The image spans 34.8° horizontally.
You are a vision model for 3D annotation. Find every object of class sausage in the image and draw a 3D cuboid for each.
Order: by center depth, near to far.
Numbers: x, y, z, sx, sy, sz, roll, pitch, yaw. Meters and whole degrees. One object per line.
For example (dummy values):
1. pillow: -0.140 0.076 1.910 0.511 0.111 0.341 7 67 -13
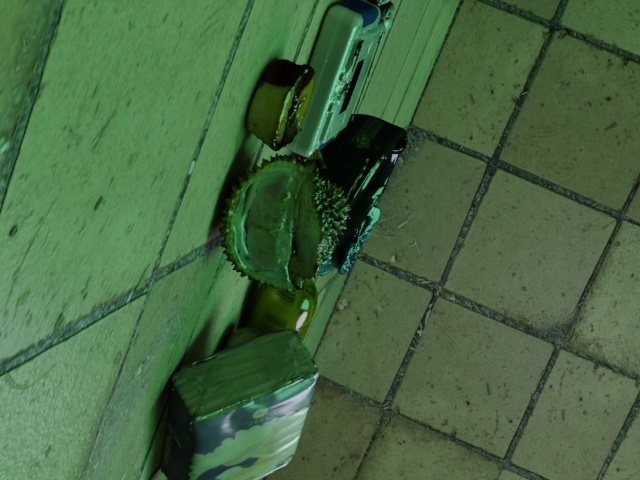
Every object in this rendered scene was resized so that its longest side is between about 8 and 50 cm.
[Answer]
1. sausage: -0.091 0.181 2.045 0.123 0.123 0.347 -58 173 -49

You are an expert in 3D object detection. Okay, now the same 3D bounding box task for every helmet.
1. helmet: 0.038 -0.129 1.895 0.279 0.160 0.230 -44 163 -45

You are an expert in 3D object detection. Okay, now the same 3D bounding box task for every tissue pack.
1. tissue pack: -0.147 0.319 1.774 0.242 0.125 0.343 -20 147 -26

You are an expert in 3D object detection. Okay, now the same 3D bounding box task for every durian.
1. durian: -0.051 -0.056 1.503 0.237 0.193 0.138 -58 -159 32

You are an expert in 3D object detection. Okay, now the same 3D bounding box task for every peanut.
1. peanut: -0.135 0.244 1.941 0.140 0.109 0.159 22 56 -89

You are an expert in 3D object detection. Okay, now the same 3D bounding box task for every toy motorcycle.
1. toy motorcycle: 0.000 0.000 2.086 0.260 0.154 0.206 -44 155 -7

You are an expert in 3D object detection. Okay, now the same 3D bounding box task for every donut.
1. donut: -0.055 -0.189 1.424 0.140 0.059 0.140 24 90 -82

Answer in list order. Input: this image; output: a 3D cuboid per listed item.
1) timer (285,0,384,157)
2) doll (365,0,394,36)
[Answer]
1. timer: 0.027 -0.268 1.696 0.178 0.078 0.253 -49 162 -64
2. doll: 0.101 -0.418 1.795 0.091 0.067 0.219 -61 173 -50
